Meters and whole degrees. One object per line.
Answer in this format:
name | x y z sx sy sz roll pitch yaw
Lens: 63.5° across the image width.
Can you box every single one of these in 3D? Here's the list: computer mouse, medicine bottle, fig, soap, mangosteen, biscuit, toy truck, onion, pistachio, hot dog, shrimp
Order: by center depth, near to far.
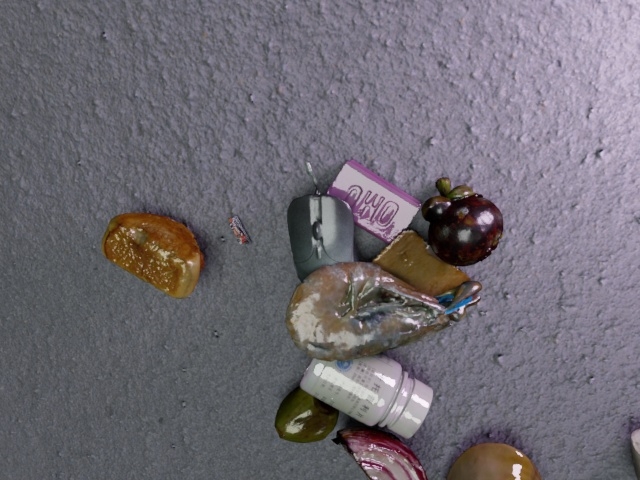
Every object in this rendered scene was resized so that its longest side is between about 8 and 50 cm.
mangosteen | 0.300 -0.032 1.121 0.184 0.172 0.172 34 109 3
shrimp | 0.142 0.148 1.167 0.446 0.110 0.221 -7 91 -6
computer mouse | 0.000 0.000 1.179 0.167 0.090 0.379 -4 122 13
soap | 0.118 -0.086 1.192 0.203 0.065 0.122 31 109 2
biscuit | 0.203 0.112 1.217 0.232 0.013 0.237 38 108 -19
medicine bottle | 0.109 0.349 1.253 0.293 0.170 0.170 28 108 3
pistachio | 0.414 0.607 1.271 0.261 0.163 0.212 -34 75 31
onion | 0.163 0.560 1.274 0.146 0.280 0.314 -38 89 -8
hot dog | -0.397 0.027 1.284 0.257 0.153 0.150 29 113 5
toy truck | -0.204 -0.022 1.297 0.032 0.024 0.083 -27 95 -12
fig | -0.039 0.448 1.325 0.166 0.154 0.144 -25 55 -16

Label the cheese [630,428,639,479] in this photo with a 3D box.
cheese | 0.811 0.514 1.160 0.198 0.154 0.188 -7 108 13
